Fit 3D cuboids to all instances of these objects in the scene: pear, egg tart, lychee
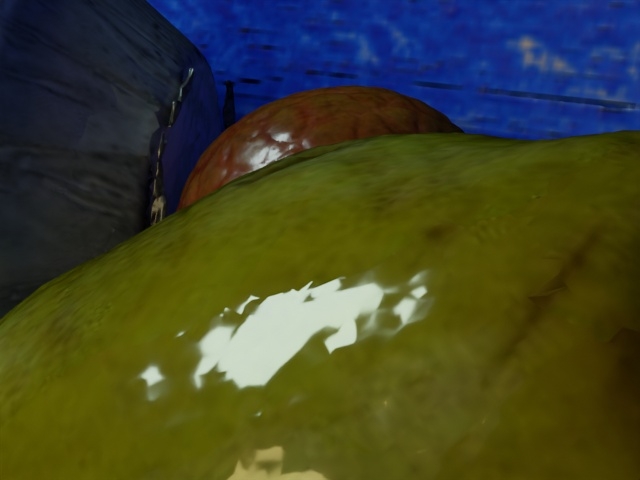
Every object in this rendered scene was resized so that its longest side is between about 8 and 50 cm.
[{"bbox_3d":[0.019,0.111,0.460,0.321,0.269,0.269,-60,42,40],"label":"pear"},{"bbox_3d":[-0.087,-0.009,0.684,0.094,0.234,0.234,5,83,6],"label":"egg tart"},{"bbox_3d":[-0.002,0.001,0.624,0.140,0.101,0.114,43,113,47],"label":"lychee"}]
